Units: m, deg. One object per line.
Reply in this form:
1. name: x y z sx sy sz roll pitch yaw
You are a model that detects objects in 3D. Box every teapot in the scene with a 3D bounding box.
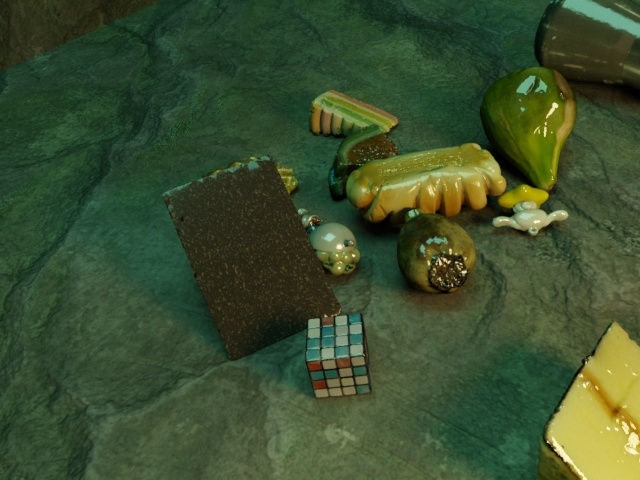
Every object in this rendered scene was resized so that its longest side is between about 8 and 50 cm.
1. teapot: 0.743 -0.477 1.556 0.300 0.253 0.344 -3 32 -46

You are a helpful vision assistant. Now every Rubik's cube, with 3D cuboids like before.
1. Rubik's cube: 0.029 0.182 0.995 0.092 0.092 0.092 -7 38 6

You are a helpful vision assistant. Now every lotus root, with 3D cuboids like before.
1. lotus root: 0.203 0.012 1.141 0.139 0.138 0.214 -11 37 1

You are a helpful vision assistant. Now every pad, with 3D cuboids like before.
1. pad: -0.123 0.023 1.135 0.220 0.004 0.330 -22 80 -14

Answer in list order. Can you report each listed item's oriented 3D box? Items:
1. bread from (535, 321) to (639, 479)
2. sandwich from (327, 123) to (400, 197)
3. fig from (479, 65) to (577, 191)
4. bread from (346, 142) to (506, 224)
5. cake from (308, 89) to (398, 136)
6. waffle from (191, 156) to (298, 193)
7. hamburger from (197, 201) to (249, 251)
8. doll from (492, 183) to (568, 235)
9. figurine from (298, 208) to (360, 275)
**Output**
1. bread: 0.398 0.244 0.788 0.178 0.135 0.240 23 47 35
2. sandwich: 0.097 -0.182 1.446 0.159 0.079 0.235 27 51 38
3. fig: 0.449 -0.228 1.353 0.206 0.206 0.274 -3 68 10
4. bread: 0.209 -0.110 1.293 0.311 0.121 0.172 -9 34 3
5. cake: 0.078 -0.325 1.627 0.226 0.090 0.109 13 40 27
6. waffle: -0.178 -0.115 1.462 0.238 0.058 0.243 -34 45 -30
7. hamburger: -0.194 0.000 1.217 0.113 0.177 0.185 -18 51 -20
8. doll: 0.411 -0.058 1.228 0.135 0.071 0.113 12 51 20
9. figurine: 0.000 0.001 1.237 0.147 0.093 0.197 -9 24 -35
